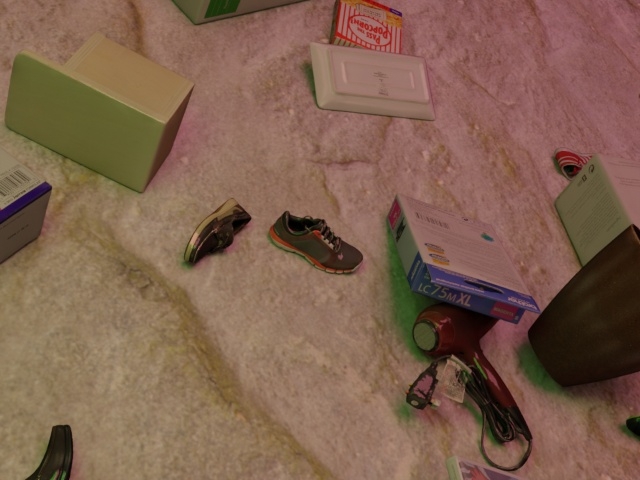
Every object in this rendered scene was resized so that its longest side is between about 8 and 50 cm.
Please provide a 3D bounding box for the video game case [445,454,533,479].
[{"bbox_3d":[0.252,0.384,1.151,0.201,0.023,0.183,26,38,-38],"label":"video game case"}]

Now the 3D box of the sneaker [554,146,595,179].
[{"bbox_3d":[0.548,-0.153,1.852,0.118,0.042,0.067,11,42,-9],"label":"sneaker"}]

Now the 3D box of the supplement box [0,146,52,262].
[{"bbox_3d":[-0.481,-0.076,1.165,0.220,0.114,0.111,38,44,6],"label":"supplement box"}]

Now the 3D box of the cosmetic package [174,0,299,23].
[{"bbox_3d":[-0.130,-0.579,1.768,0.365,0.197,0.155,-26,66,-41],"label":"cosmetic package"}]

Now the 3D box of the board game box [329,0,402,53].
[{"bbox_3d":[0.096,-0.439,1.869,0.146,0.045,0.193,19,44,-13],"label":"board game box"}]

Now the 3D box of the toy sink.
[{"bbox_3d":[-0.332,-0.208,1.342,0.234,0.153,0.131,25,43,-4],"label":"toy sink"}]

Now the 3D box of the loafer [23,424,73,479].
[{"bbox_3d":[-0.309,0.276,0.971,0.061,0.062,0.170,11,45,-13],"label":"loafer"}]

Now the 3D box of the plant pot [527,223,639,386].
[{"bbox_3d":[0.449,0.126,1.382,0.215,0.230,0.215,44,22,-24],"label":"plant pot"}]

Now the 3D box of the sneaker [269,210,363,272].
[{"bbox_3d":[0.000,0.000,1.391,0.158,0.065,0.061,20,44,-11],"label":"sneaker"}]

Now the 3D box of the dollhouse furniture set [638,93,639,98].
[{"bbox_3d":[0.756,-0.096,1.758,0.355,0.174,0.303,16,42,-36],"label":"dollhouse furniture set"}]

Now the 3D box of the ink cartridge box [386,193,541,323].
[{"bbox_3d":[0.218,0.034,1.411,0.185,0.065,0.311,17,21,-13],"label":"ink cartridge box"}]

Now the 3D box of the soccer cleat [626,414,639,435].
[{"bbox_3d":[0.568,0.324,1.409,0.179,0.060,0.072,21,56,-11],"label":"soccer cleat"}]

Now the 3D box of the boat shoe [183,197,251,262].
[{"bbox_3d":[-0.151,-0.012,1.327,0.049,0.056,0.152,29,42,7],"label":"boat shoe"}]

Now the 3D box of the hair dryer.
[{"bbox_3d":[0.230,0.191,1.355,0.223,0.080,0.293,37,46,-16],"label":"hair dryer"}]

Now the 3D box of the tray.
[{"bbox_3d":[0.111,-0.316,1.739,0.270,0.030,0.145,1,72,-28],"label":"tray"}]

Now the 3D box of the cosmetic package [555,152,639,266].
[{"bbox_3d":[0.613,0.035,1.633,0.217,0.156,0.385,9,48,-21],"label":"cosmetic package"}]
